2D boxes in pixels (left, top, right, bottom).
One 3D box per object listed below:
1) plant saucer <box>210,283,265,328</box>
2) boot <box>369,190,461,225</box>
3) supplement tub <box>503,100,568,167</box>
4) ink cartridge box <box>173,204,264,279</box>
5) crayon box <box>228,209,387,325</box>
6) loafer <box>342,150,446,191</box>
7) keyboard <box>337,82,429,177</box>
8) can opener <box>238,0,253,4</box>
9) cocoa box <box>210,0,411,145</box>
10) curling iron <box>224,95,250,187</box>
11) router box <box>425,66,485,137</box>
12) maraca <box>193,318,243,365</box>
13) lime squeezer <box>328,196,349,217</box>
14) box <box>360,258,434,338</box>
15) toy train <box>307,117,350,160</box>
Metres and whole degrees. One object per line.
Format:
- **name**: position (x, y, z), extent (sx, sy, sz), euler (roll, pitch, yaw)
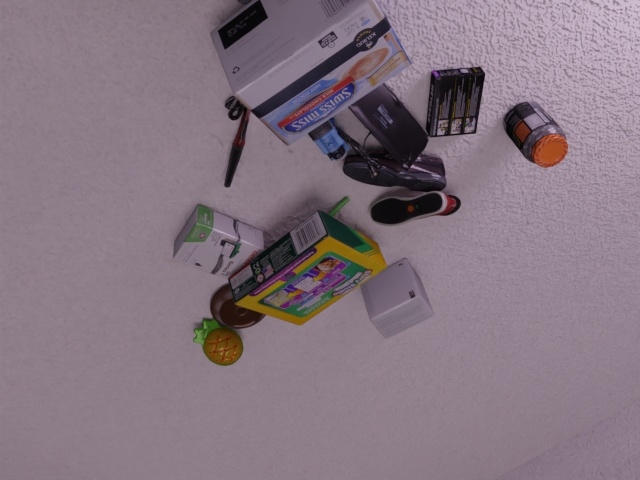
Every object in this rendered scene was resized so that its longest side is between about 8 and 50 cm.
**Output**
- **plant saucer**: position (-0.258, 0.221, 1.959), extent (0.199, 0.036, 0.198), euler (-7, 124, -11)
- **boot**: position (0.284, -0.092, 1.790), extent (0.245, 0.088, 0.176), euler (-8, 177, 31)
- **supplement tub**: position (0.579, -0.283, 1.614), extent (0.117, 0.190, 0.116), euler (-5, 130, -6)
- **ink cartridge box**: position (-0.296, 0.015, 1.762), extent (0.220, 0.092, 0.160), euler (23, 122, -25)
- **crayon box**: position (-0.034, 0.095, 1.792), extent (0.363, 0.106, 0.313), euler (-36, 145, 21)
- **loafer**: position (0.209, -0.207, 1.693), extent (0.303, 0.095, 0.109), euler (9, 157, -12)
- **keyboard**: position (0.138, -0.296, 1.561), extent (0.317, 0.033, 0.201), euler (43, 78, -26)
- **can opener**: position (-0.127, -0.646, 1.267), extent (0.095, 0.076, 0.283), euler (0, 130, -10)
- **cocoa box**: position (-0.022, -0.426, 1.333), extent (0.347, 0.231, 0.228), euler (-31, 147, 15)
- **curling iron**: position (-0.229, -0.261, 1.588), extent (0.068, 0.035, 0.273), euler (7, 127, -10)
- **router box**: position (0.357, -0.366, 1.601), extent (0.133, 0.046, 0.178), euler (-6, 129, -5)
- **maraca**: position (-0.342, 0.342, 2.019), extent (0.127, 0.099, 0.185), euler (-47, 107, -11)
- **lime squeezer**: position (0.000, 0.000, 1.828), extent (0.110, 0.058, 0.310), euler (7, 126, -15)
- **box**: position (0.244, 0.187, 1.942), extent (0.182, 0.180, 0.119), euler (-29, 127, 14)
- **toy train**: position (0.010, -0.282, 1.568), extent (0.080, 0.105, 0.184), euler (-30, 127, 14)
